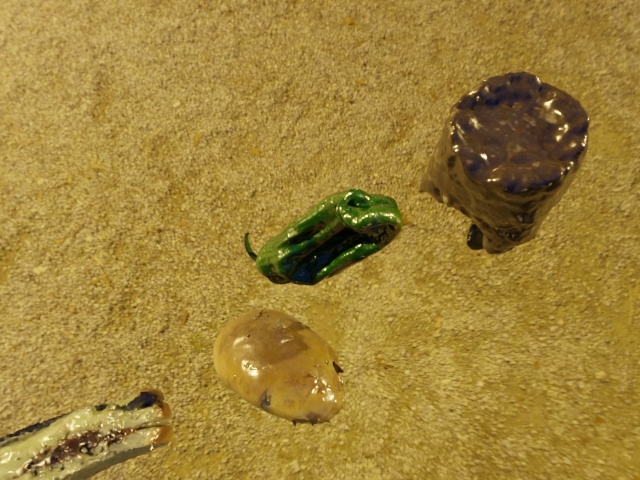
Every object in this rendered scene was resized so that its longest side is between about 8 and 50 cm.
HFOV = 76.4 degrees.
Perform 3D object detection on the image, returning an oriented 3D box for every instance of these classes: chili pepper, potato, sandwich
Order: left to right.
[{"bbox_3d":[-0.382,0.319,0.619,0.254,0.288,0.099,-24,71,-5],"label":"sandwich"},{"bbox_3d":[-0.077,0.230,0.768,0.296,0.141,0.192,26,40,36],"label":"potato"},{"bbox_3d":[-0.004,0.003,0.472,0.100,0.257,0.074,26,57,-27],"label":"chili pepper"}]

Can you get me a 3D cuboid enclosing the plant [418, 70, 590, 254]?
[{"bbox_3d":[0.267,-0.103,0.614,0.188,0.276,0.199,36,85,24],"label":"plant"}]
